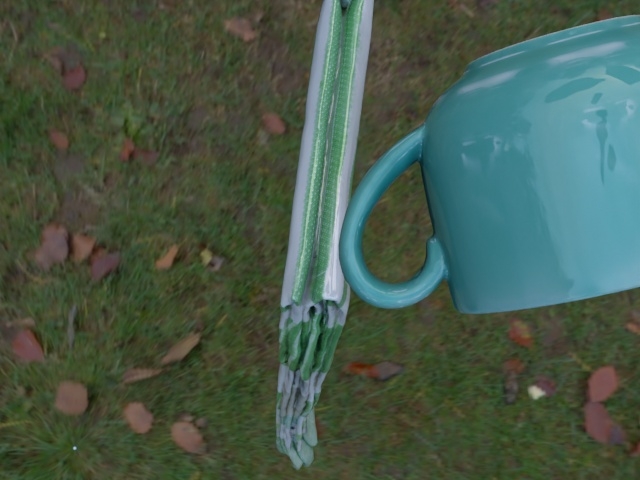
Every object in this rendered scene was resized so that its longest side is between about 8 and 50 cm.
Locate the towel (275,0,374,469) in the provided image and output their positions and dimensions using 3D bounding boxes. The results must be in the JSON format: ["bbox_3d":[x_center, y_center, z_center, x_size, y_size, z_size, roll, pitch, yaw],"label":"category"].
[{"bbox_3d":[0.000,0.000,0.812,0.038,0.325,0.248,6,64,0],"label":"towel"}]

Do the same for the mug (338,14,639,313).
[{"bbox_3d":[0.094,-0.030,0.467,0.157,0.129,0.097,-14,91,-30],"label":"mug"}]
